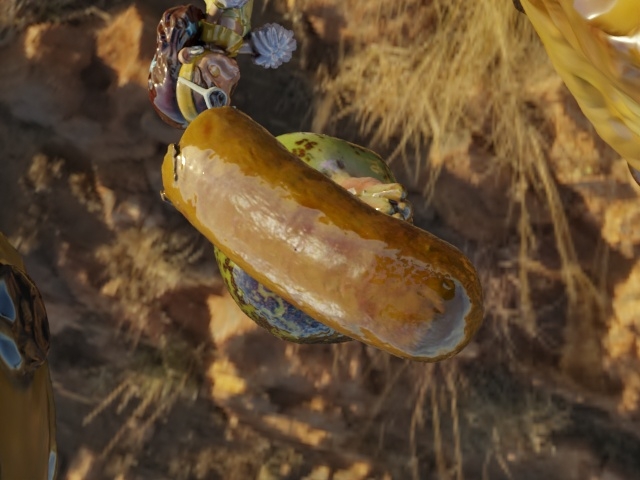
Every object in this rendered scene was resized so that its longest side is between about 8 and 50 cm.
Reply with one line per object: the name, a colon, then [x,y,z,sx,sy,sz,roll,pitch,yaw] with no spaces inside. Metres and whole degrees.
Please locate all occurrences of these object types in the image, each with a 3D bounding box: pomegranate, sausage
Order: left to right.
sausage: [0.000,-0.001,1.054,0.270,0.109,0.109,32,129,18]
pomegranate: [0.014,-0.007,1.357,0.214,0.214,0.248,40,150,-20]

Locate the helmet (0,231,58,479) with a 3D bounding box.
helmet: [-0.156,0.068,0.305,0.198,0.130,0.224,-24,128,7]

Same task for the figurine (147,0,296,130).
figurine: [-0.116,-0.236,1.597,0.115,0.240,0.175,17,162,25]

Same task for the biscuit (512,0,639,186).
biscuit: [0.221,-0.036,0.675,0.107,0.326,0.326,-41,114,3]
